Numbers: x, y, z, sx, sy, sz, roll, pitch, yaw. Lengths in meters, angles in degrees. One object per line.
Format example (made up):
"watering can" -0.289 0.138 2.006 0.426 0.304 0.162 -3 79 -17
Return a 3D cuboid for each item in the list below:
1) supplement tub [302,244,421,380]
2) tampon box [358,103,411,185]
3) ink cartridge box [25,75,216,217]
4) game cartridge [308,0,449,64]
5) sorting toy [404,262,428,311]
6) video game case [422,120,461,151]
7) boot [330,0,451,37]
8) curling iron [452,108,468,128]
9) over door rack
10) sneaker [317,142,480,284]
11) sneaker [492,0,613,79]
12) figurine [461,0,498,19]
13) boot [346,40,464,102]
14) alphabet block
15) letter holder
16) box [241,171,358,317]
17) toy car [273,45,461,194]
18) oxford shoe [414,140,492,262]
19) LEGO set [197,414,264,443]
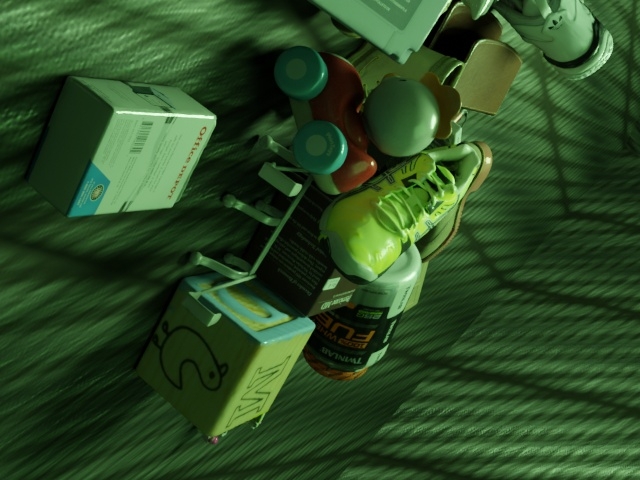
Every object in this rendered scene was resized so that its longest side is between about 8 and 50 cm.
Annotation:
"supplement tub" 0.075 0.135 1.898 0.207 0.207 0.338 -34 151 -42
"tampon box" 0.104 -0.164 1.607 0.101 0.120 0.161 -49 159 -8
"ink cartridge box" -0.229 -0.109 1.036 0.140 0.082 0.190 -61 160 19
"game cartridge" 0.066 -0.375 1.146 0.294 0.060 0.196 24 107 -44
"sorting toy" 0.179 0.156 2.405 0.307 0.041 0.229 -27 145 -38
"video game case" 0.175 -0.204 1.599 0.022 0.190 0.173 -43 157 -15
"boot" 0.125 -0.383 1.350 0.262 0.095 0.203 -57 160 -7
"curling iron" 0.240 -0.203 1.960 0.274 0.035 0.068 -46 158 -20
"over door rack" -0.111 -0.032 1.336 0.240 0.108 0.324 -58 180 12
"sneaker" 0.128 -0.066 1.414 0.147 0.145 0.384 -42 -179 42
"sneaker" 0.404 -0.459 1.660 0.137 0.366 0.210 -41 123 18
"figurine" 0.274 -0.468 1.401 0.215 0.092 0.210 -48 146 -55
"boot" 0.116 -0.246 1.437 0.213 0.165 0.077 -50 158 -13
"alphabet block" -0.159 0.183 1.500 0.193 0.192 0.197 -7 129 -60
"letter holder" 0.267 -0.364 1.604 0.302 0.152 0.214 -7 128 -63
"box" 0.000 0.000 1.578 0.203 0.167 0.168 -61 158 18
"toy car" 0.082 -0.192 1.282 0.238 0.210 0.219 -15 172 9
"oxford shoe" 0.278 -0.097 2.145 0.130 0.123 0.348 3 122 -39
"LEGO set" -0.170 0.312 1.793 0.132 0.107 0.287 -38 155 -35
